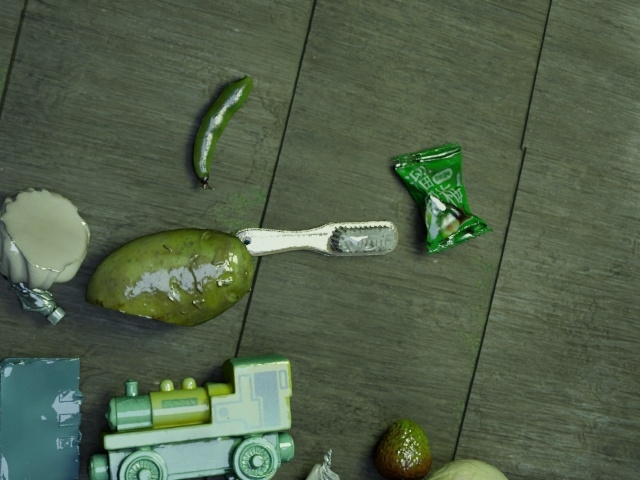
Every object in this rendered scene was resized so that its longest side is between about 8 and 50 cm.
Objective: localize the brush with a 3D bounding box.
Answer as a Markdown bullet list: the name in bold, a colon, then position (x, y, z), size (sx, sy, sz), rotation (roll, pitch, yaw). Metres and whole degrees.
- **brush**: position (0.000, 0.000, 1.739), size (0.328, 0.065, 0.070), rotation (-2, 95, -17)

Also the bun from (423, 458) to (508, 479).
- **bun**: position (0.219, 0.577, 1.710), size (0.213, 0.361, 0.361), rotation (21, 85, 7)

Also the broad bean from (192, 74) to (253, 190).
- **broad bean**: position (-0.187, -0.203, 1.684), size (0.069, 0.039, 0.226), rotation (20, 86, -11)

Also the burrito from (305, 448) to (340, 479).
- **burrito**: position (-0.020, 0.613, 1.730), size (0.139, 0.101, 0.445), rotation (2, 92, -20)

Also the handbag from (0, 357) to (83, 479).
- **handbag**: position (-0.487, 0.314, 1.595), size (0.144, 0.057, 0.221), rotation (2, 91, -22)

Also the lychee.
- **lychee**: position (0.160, 0.418, 1.775), size (0.114, 0.114, 0.146), rotation (13, 69, -18)

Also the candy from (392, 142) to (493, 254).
- **candy**: position (0.235, -0.084, 1.806), size (0.141, 0.078, 0.203), rotation (-16, 85, -28)

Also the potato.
- **potato**: position (-0.263, 0.070, 1.618), size (0.298, 0.141, 0.176), rotation (-10, 87, -9)

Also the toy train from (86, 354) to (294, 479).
- **toy train**: position (-0.229, 0.335, 1.636), size (0.369, 0.150, 0.237), rotation (-3, 84, -18)

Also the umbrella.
- **umbrella**: position (-0.517, 0.072, 1.583), size (0.050, 0.046, 0.188), rotation (-39, 106, 5)

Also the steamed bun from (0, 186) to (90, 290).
- **steamed bun**: position (-0.482, -0.001, 1.544), size (0.183, 0.106, 0.182), rotation (25, 47, -30)
